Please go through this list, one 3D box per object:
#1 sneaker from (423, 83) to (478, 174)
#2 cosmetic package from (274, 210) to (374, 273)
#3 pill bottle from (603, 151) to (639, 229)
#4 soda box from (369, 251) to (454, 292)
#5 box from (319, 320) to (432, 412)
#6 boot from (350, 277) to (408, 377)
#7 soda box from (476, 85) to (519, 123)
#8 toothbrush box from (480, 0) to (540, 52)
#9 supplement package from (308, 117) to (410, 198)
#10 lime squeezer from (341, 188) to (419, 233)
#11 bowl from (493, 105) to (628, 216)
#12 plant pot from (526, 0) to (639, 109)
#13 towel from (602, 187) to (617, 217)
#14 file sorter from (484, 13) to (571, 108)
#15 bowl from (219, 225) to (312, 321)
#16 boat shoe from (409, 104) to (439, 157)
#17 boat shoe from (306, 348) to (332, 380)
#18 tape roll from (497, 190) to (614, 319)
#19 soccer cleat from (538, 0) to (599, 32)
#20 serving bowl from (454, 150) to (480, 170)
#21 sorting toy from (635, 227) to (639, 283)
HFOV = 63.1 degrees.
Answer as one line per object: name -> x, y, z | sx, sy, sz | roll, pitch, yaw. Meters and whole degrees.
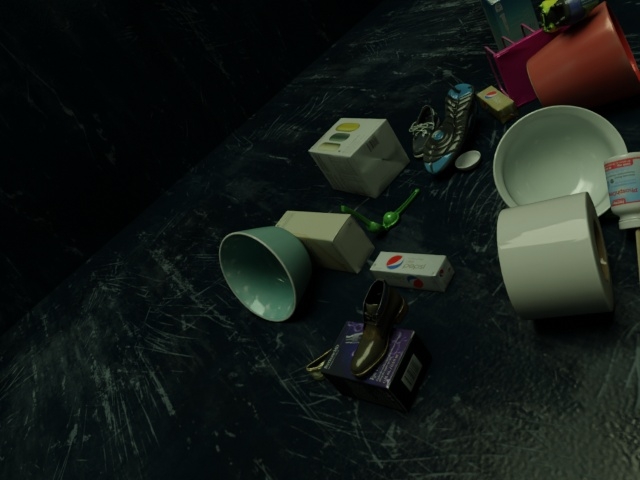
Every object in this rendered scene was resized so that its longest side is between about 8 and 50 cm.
sneaker -> 0.452, -0.349, 1.730 | 0.125, 0.140, 0.340 | 14, 71, 39
cosmetic package -> 0.000, 0.000, 1.669 | 0.309, 0.160, 0.113 | 7, 53, 49
pill bottle -> 0.678, -0.107, 1.139 | 0.087, 0.087, 0.160 | -10, 83, 36
soda box -> 0.245, 0.082, 1.410 | 0.216, 0.069, 0.074 | 3, 49, 45
box -> 0.128, 0.289, 1.217 | 0.207, 0.108, 0.153 | -1, 47, 43
boot -> 0.109, 0.189, 1.159 | 0.082, 0.106, 0.219 | 2, 48, 45
soda box -> 0.605, -0.466, 1.785 | 0.061, 0.058, 0.181 | -30, 32, 10
toothbrush box -> 0.692, -0.775, 1.878 | 0.126, 0.295, 0.216 | -25, 33, 17
supplement package -> 0.137, -0.305, 1.892 | 0.199, 0.198, 0.263 | -47, 33, -16
lime squeezer -> 0.195, -0.083, 1.645 | 0.310, 0.109, 0.059 | -15, 1, -30
bowl -> 0.584, -0.169, 1.294 | 0.298, 0.134, 0.297 | -2, 83, 19
plant pot -> 0.757, -0.497, 1.511 | 0.243, 0.275, 0.275 | -24, 33, 37
towel -> 0.737, -0.116, 1.244 | 0.113, 0.023, 0.152 | -13, 41, 37
file sorter -> 0.727, -0.624, 1.743 | 0.291, 0.202, 0.182 | -27, 30, 15
bowl -> -0.149, 0.078, 1.620 | 0.312, 0.311, 0.163 | -2, 27, 43
boat shoe -> 0.378, -0.400, 1.897 | 0.095, 0.079, 0.254 | -7, 42, 38
boat shoe -> 0.035, 0.299, 1.348 | 0.153, 0.048, 0.056 | -36, 32, 2
tape roll -> 0.486, 0.035, 1.073 | 0.169, 0.246, 0.246 | -12, 39, 33
soccer cleat -> 0.705, -0.657, 1.489 | 0.121, 0.093, 0.289 | -18, 16, 14
serving bowl -> 0.472, -0.249, 1.659 | 0.083, 0.027, 0.083 | -25, 34, 19
sorting toy -> 0.734, 0.079, 0.979 | 0.229, 0.041, 0.307 | -7, 43, 32
